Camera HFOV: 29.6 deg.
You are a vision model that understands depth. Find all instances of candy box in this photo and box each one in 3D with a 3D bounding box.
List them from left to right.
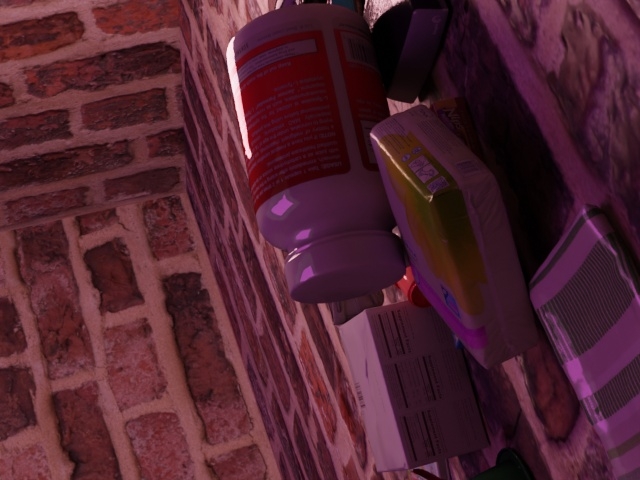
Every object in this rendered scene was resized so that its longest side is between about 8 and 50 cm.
[{"bbox_3d":[0.177,-0.124,1.768,0.186,0.053,0.109,123,133,-69],"label":"candy box"}]

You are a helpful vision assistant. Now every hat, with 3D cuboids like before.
[{"bbox_3d":[0.219,0.409,1.817,0.173,0.184,0.208,170,87,-77],"label":"hat"}]

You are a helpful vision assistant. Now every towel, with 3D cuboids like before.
[{"bbox_3d":[0.338,0.143,1.394,0.248,0.038,0.324,107,148,-63],"label":"towel"}]

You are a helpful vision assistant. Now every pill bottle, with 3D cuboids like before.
[{"bbox_3d":[0.002,-0.125,1.801,0.229,0.229,0.407,113,147,-68],"label":"pill bottle"}]

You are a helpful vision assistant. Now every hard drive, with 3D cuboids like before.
[{"bbox_3d":[0.119,-0.327,1.804,0.254,0.054,0.172,108,147,-65],"label":"hard drive"}]

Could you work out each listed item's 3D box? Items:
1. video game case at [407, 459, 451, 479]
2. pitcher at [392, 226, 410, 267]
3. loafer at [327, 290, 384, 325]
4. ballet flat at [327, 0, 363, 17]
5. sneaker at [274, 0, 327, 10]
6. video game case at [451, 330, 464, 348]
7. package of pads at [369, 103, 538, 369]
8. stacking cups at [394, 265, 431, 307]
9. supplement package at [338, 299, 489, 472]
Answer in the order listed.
[{"bbox_3d":[0.197,0.423,2.262,0.204,0.025,0.285,-157,55,-74],"label":"video game case"},{"bbox_3d":[0.094,-0.038,1.923,0.125,0.178,0.207,66,179,-51],"label":"pitcher"},{"bbox_3d":[0.000,0.000,2.088,0.319,0.111,0.112,63,175,-11],"label":"loafer"},{"bbox_3d":[0.054,-0.336,2.077,0.067,0.073,0.206,-67,-25,-64],"label":"ballet flat"},{"bbox_3d":[-0.036,-0.407,2.154,0.286,0.109,0.130,-60,41,35],"label":"sneaker"},{"bbox_3d":[0.213,0.072,1.846,0.166,0.015,0.119,96,167,-53],"label":"video game case"},{"bbox_3d":[0.175,-0.010,1.603,0.229,0.101,0.296,-124,11,-54],"label":"package of pads"},{"bbox_3d":[0.124,-0.003,2.019,0.316,0.096,0.096,-125,26,-55],"label":"stacking cups"},{"bbox_3d":[0.150,0.239,2.019,0.204,0.145,0.261,134,123,-74],"label":"supplement package"}]
